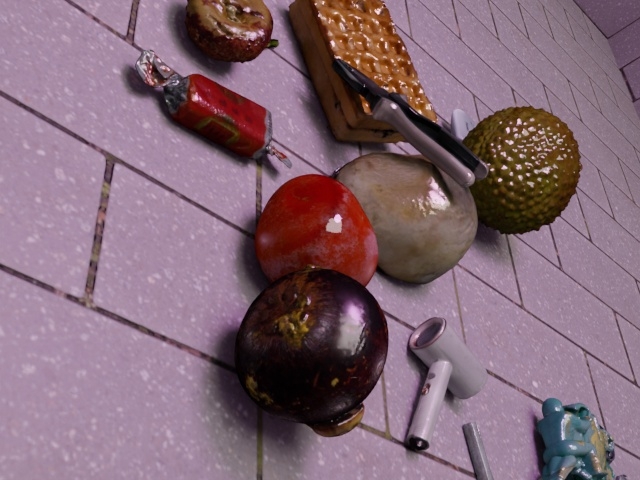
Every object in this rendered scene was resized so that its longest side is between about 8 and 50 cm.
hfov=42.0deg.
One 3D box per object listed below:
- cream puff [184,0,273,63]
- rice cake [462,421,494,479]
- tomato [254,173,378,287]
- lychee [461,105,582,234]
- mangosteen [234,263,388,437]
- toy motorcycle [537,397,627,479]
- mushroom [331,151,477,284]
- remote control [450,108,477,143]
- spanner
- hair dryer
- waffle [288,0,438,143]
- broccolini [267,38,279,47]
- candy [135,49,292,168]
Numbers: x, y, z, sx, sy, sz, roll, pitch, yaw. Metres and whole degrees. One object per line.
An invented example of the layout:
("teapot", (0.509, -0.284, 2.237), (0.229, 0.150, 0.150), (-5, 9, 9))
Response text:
("cream puff", (-0.147, -0.335, 1.295), (0.149, 0.084, 0.149), (17, 49, -21))
("rice cake", (0.252, 0.345, 1.315), (0.022, 0.022, 0.121), (14, 51, -38))
("tomato", (0.000, 0.000, 1.155), (0.187, 0.151, 0.187), (40, 31, -30))
("lychee", (0.412, -0.149, 1.738), (0.270, 0.270, 0.320), (53, 26, -7))
("mangosteen", (-0.001, 0.144, 1.015), (0.217, 0.192, 0.192), (62, 22, -43))
("toy motorcycle", (0.465, 0.381, 1.497), (0.198, 0.109, 0.296), (52, 31, -5))
("mushroom", (0.157, -0.047, 1.392), (0.267, 0.164, 0.189), (45, 33, -19))
("remote control", (0.389, -0.189, 1.939), (0.293, 0.051, 0.103), (36, 38, -36))
("spanner", (0.142, -0.203, 1.386), (0.325, 0.040, 0.096), (42, 32, 15))
("hair dryer", (0.184, 0.237, 1.278), (0.131, 0.073, 0.236), (49, 35, -16))
("waffle", (0.076, -0.327, 1.556), (0.213, 0.091, 0.308), (-2, 64, -40))
("broccolini", (-0.111, -0.335, 1.413), (0.035, 0.030, 0.140), (24, 23, 15))
("candy", (-0.143, -0.181, 1.199), (0.292, 0.059, 0.086), (26, 45, -39))
